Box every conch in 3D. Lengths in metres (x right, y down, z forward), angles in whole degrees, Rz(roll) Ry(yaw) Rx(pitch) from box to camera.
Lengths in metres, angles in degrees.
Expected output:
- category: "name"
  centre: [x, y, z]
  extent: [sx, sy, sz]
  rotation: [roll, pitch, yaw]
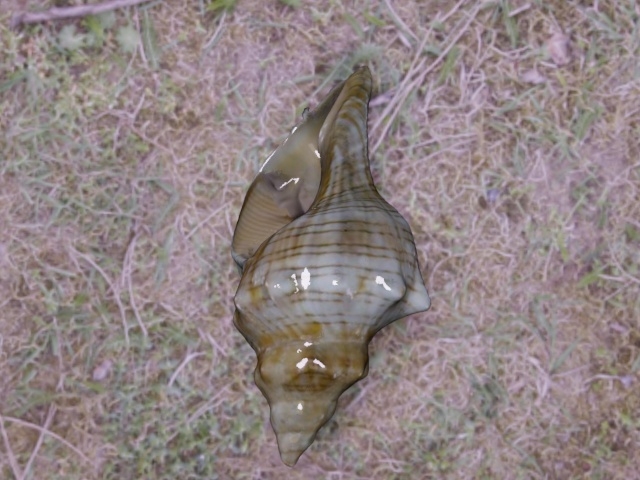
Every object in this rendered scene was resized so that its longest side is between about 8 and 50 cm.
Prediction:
- category: "conch"
  centre: [0.004, 0.010, 0.534]
  extent: [0.203, 0.169, 0.386]
  rotation: [-5, 46, 23]
